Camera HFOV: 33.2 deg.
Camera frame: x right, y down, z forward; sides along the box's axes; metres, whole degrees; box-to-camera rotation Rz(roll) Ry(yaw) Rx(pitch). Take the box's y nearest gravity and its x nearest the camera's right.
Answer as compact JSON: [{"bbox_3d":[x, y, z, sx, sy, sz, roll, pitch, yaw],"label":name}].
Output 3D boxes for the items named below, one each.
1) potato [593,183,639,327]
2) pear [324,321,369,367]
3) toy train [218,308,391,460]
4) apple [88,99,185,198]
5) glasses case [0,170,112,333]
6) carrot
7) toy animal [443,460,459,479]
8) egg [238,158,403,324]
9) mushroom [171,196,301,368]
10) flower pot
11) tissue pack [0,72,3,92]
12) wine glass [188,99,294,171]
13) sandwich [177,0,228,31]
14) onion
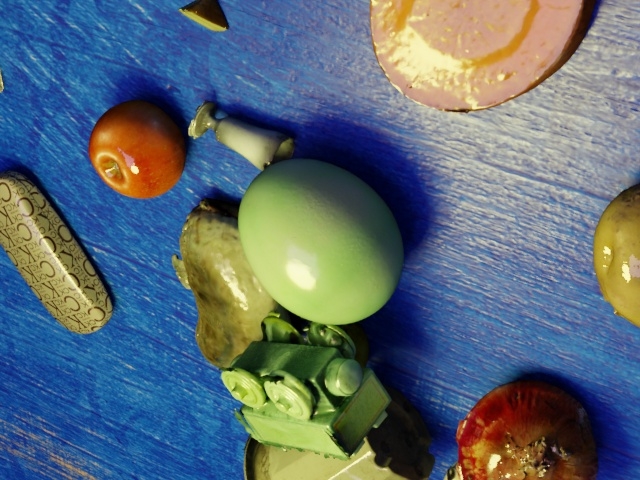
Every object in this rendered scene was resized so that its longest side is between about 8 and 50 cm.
[{"bbox_3d":[0.413,0.040,1.423,0.098,0.138,0.243,10,123,33],"label":"potato"},{"bbox_3d":[0.028,0.187,1.803,0.107,0.107,0.131,15,110,24],"label":"pear"},{"bbox_3d":[-0.030,0.231,1.689,0.271,0.159,0.188,-2,129,48],"label":"toy train"},{"bbox_3d":[-0.300,-0.145,1.751,0.163,0.139,0.163,15,128,21],"label":"apple"},{"bbox_3d":[-0.525,0.027,2.058,0.137,0.085,0.355,-18,109,39],"label":"glasses case"},{"bbox_3d":[0.204,-0.295,1.347,0.258,0.100,0.307,43,132,-5],"label":"carrot"},{"bbox_3d":[0.289,0.435,1.786,0.179,0.166,0.138,38,120,22],"label":"toy animal"},{"bbox_3d":[0.000,0.000,1.604,0.270,0.220,0.220,47,134,2],"label":"egg"},{"bbox_3d":[-0.156,0.100,1.841,0.247,0.130,0.344,17,128,17],"label":"mushroom"},{"bbox_3d":[0.046,0.382,1.842,0.290,0.290,0.259,47,119,-5],"label":"flower pot"},{"bbox_3d":[-0.618,-0.293,1.909,0.094,0.059,0.074,15,126,23],"label":"tissue pack"},{"bbox_3d":[-0.123,-0.160,1.677,0.155,0.072,0.072,27,132,16],"label":"wine glass"},{"bbox_3d":[-0.172,-0.343,1.598,0.031,0.044,0.083,-4,161,40],"label":"sandwich"},{"bbox_3d":[0.314,0.333,1.638,0.230,0.163,0.230,1,97,9],"label":"onion"}]
